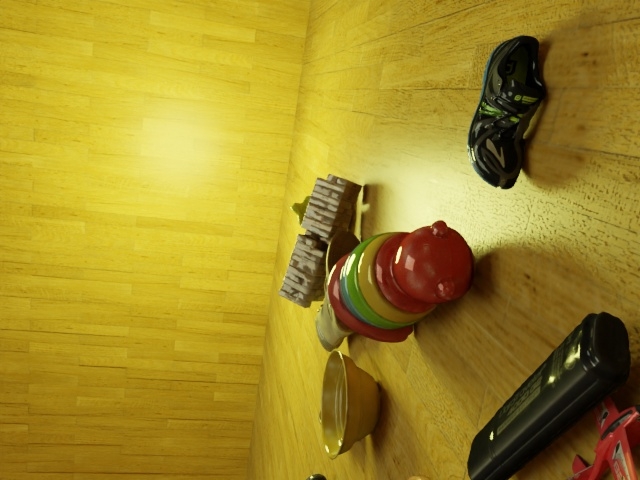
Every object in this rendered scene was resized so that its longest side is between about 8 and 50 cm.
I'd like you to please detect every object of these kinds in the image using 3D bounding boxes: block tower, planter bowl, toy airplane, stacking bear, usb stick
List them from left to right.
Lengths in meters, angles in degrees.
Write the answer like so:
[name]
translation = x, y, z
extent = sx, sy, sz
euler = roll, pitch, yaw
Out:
[block tower]
translation = 0.000, 0.000, 1.368
extent = 0.097, 0.090, 0.336
euler = 10, -79, -60
[planter bowl]
translation = 0.067, 0.336, 1.101
extent = 0.217, 0.090, 0.217
euler = -175, 90, -78
[stacking bear]
translation = 0.129, 0.055, 0.815
extent = 0.289, 0.164, 0.176
euler = 141, 134, -67
[usb stick]
translation = 0.215, 0.173, 0.532
extent = 0.278, 0.045, 0.077
euler = 103, -166, -46
[toy airplane]
translation = 0.245, 0.188, 0.461
extent = 0.151, 0.028, 0.151
euler = 17, -90, -90

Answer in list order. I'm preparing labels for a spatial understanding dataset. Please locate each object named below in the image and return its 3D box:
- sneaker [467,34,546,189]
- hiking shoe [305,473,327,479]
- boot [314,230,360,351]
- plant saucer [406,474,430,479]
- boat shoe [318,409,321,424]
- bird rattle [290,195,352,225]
[sneaker]
translation = 0.226, -0.157, 0.644
extent = 0.078, 0.067, 0.188
euler = -174, 92, -84
[hiking shoe]
translation = 0.000, 0.695, 1.315
extent = 0.114, 0.086, 0.227
euler = -157, 66, -65
[boot]
translation = 0.043, 0.129, 1.328
extent = 0.203, 0.095, 0.262
euler = 113, 156, -60
[plant saucer]
translation = 0.143, 0.464, 0.806
extent = 0.200, 0.037, 0.200
euler = -175, 90, -79
[boat shoe]
translation = 0.045, 0.418, 1.253
extent = 0.178, 0.064, 0.060
euler = 172, 108, -71
[bird rattle]
translation = 0.013, -0.052, 1.492
extent = 0.207, 0.143, 0.254
euler = -56, 29, 32
